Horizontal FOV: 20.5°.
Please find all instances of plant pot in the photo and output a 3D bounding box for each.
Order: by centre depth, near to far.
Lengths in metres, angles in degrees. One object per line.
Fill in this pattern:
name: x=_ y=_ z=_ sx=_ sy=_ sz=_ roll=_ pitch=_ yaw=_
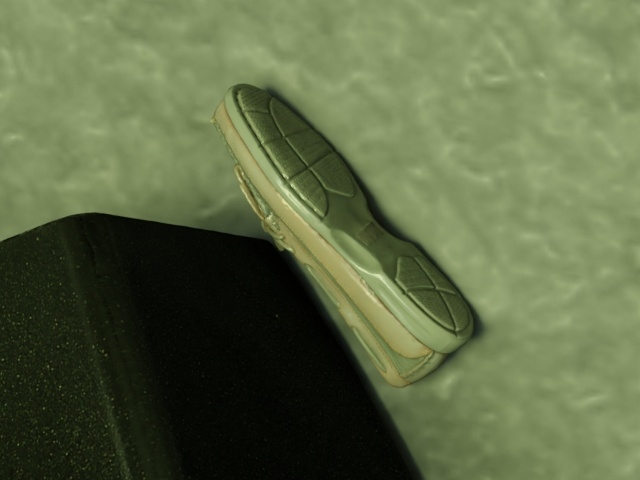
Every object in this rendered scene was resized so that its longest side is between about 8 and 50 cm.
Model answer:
plant pot: x=-0.081 y=0.091 z=0.615 sx=0.187 sy=0.188 sz=0.167 roll=-20 pitch=77 yaw=26

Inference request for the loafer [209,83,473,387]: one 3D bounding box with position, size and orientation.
loafer: x=0.000 y=0.000 z=0.635 sx=0.125 sy=0.045 sz=0.039 roll=48 pitch=120 yaw=9
